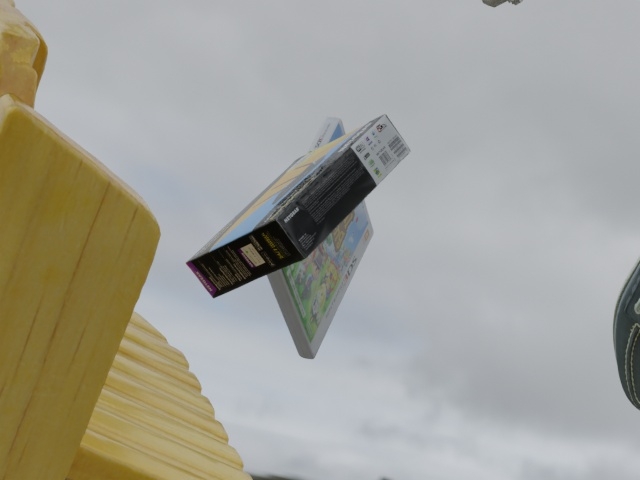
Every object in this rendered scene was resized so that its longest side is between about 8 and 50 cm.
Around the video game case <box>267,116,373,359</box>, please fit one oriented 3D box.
[{"bbox_3d":[0.000,0.000,1.471,0.023,0.193,0.212,12,-33,23],"label":"video game case"}]

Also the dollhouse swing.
[{"bbox_3d":[-0.160,0.001,0.956,0.304,0.315,0.347,14,19,-29],"label":"dollhouse swing"}]

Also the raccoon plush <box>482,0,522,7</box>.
[{"bbox_3d":[0.274,-0.545,1.582,0.216,0.447,0.299,-14,-10,-46],"label":"raccoon plush"}]

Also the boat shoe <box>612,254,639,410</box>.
[{"bbox_3d":[0.364,0.067,1.323,0.116,0.099,0.320,14,-55,10],"label":"boat shoe"}]

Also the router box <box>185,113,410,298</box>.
[{"bbox_3d":[-0.018,-0.030,1.136,0.133,0.179,0.046,-24,-74,46],"label":"router box"}]
